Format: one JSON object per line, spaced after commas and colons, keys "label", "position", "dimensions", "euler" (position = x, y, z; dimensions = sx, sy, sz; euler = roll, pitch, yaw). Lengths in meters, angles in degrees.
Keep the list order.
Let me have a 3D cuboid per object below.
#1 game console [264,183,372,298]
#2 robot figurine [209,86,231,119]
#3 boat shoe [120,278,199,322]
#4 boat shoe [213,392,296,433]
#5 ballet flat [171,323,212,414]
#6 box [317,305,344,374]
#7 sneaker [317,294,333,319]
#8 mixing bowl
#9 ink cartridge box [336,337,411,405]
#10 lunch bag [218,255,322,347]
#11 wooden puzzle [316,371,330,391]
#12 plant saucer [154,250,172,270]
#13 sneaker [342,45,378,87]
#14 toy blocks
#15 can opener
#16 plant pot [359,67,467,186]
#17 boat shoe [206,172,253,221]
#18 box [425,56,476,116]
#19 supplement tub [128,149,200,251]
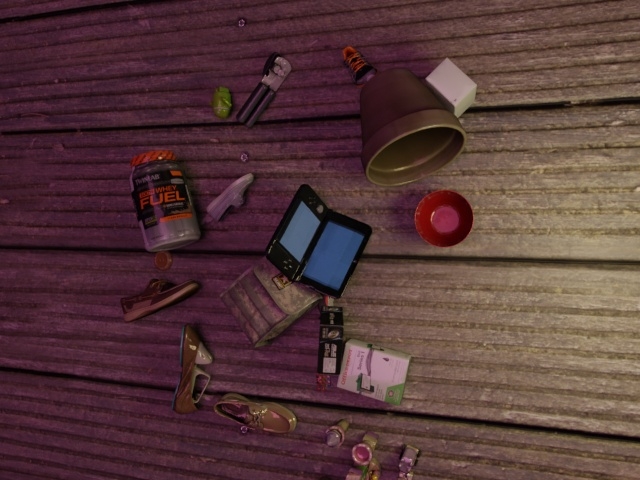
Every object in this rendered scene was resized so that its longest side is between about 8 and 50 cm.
{"label": "game console", "position": [0.000, 0.000, 1.732], "dimensions": [0.173, 0.250, 0.293], "euler": [7, 62, 39]}
{"label": "robot figurine", "position": [-0.362, -0.503, 1.949], "dimensions": [0.101, 0.067, 0.115], "euler": [1, 90, 44]}
{"label": "boat shoe", "position": [-0.616, 0.200, 1.999], "dimensions": [0.341, 0.123, 0.123], "euler": [-24, 84, 22]}
{"label": "boat shoe", "position": [-0.235, 0.625, 1.888], "dimensions": [0.302, 0.098, 0.109], "euler": [13, 94, 17]}
{"label": "ballet flat", "position": [-0.468, 0.480, 1.964], "dimensions": [0.124, 0.116, 0.343], "euler": [8, 93, -3]}
{"label": "box", "position": [0.033, 0.328, 1.754], "dimensions": [0.077, 0.147, 0.180], "euler": [3, 107, 0]}
{"label": "sneaker", "position": [0.010, 0.205, 1.837], "dimensions": [0.064, 0.061, 0.158], "euler": [0, 89, 23]}
{"label": "mixing bowl", "position": [0.399, -0.068, 1.698], "dimensions": [0.181, 0.098, 0.182], "euler": [0, 90, 18]}
{"label": "ink cartridge box", "position": [0.177, 0.434, 1.765], "dimensions": [0.219, 0.092, 0.161], "euler": [12, 93, 16]}
{"label": "lunch bag", "position": [-0.163, 0.190, 1.828], "dimensions": [0.287, 0.169, 0.235], "euler": [-42, 72, 12]}
{"label": "wooden puzzle", "position": [0.010, 0.488, 1.861], "dimensions": [0.049, 0.006, 0.084], "euler": [-4, 89, 17]}
{"label": "plant saucer", "position": [-0.612, 0.076, 2.049], "dimensions": [0.083, 0.015, 0.084], "euler": [0, 90, 17]}
{"label": "sneaker", "position": [0.121, -0.569, 1.734], "dimensions": [0.084, 0.083, 0.215], "euler": [-35, 37, 7]}
{"label": "toy blocks", "position": [0.122, 0.775, 1.694], "dimensions": [0.308, 0.260, 0.289], "euler": [18, 94, 16]}
{"label": "can opener", "position": [-0.206, -0.539, 1.910], "dimensions": [0.280, 0.074, 0.093], "euler": [-55, 42, 8]}
{"label": "plant pot", "position": [0.251, -0.369, 1.661], "dimensions": [0.323, 0.323, 0.281], "euler": [-25, 67, 15]}
{"label": "boat shoe", "position": [-0.315, -0.152, 1.934], "dimensions": [0.227, 0.079, 0.081], "euler": [-39, 88, 18]}
{"label": "box", "position": [0.407, -0.469, 1.657], "dimensions": [0.091, 0.170, 0.130], "euler": [-44, 79, 8]}
{"label": "supplement tub", "position": [-0.575, -0.142, 1.940], "dimensions": [0.207, 0.207, 0.338], "euler": [-18, 85, 16]}
